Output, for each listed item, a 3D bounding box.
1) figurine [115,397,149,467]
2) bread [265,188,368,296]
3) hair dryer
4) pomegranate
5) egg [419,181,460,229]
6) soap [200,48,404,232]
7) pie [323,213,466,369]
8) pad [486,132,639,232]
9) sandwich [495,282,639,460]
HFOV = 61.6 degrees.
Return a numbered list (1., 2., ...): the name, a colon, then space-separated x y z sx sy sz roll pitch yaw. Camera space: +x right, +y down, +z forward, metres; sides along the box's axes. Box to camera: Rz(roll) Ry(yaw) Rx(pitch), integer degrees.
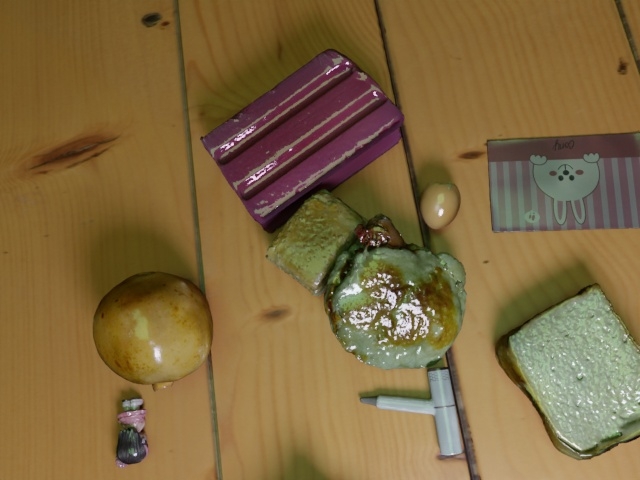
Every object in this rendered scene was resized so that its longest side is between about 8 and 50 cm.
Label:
1. figurine: -0.380 0.381 1.066 0.072 0.054 0.129 -13 73 10
2. bread: 0.000 0.000 1.074 0.138 0.102 0.196 40 84 13
3. hair dryer: 0.161 0.325 1.006 0.183 0.044 0.154 -11 74 11
4. pomegranate: -0.316 0.165 1.025 0.233 0.233 0.233 -2 76 8
5. egg: 0.237 -0.070 1.064 0.080 0.080 0.096 0 89 9
6. soap: -0.036 -0.213 1.116 0.360 0.128 0.233 -35 75 0
7. pie: 0.140 0.113 1.003 0.275 0.105 0.257 30 84 -9
8. pad: 0.492 -0.116 1.073 0.300 0.005 0.202 -1 76 9
9. sandwich: 0.464 0.237 0.951 0.226 0.087 0.251 -30 71 -1
